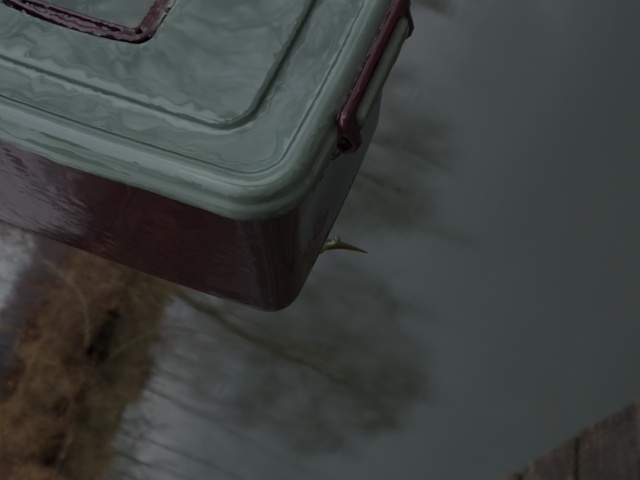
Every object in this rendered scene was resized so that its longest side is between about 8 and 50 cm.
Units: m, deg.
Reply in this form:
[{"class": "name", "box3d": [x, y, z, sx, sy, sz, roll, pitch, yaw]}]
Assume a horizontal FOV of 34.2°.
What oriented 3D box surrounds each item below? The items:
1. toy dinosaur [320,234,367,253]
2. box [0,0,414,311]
[{"class": "toy dinosaur", "box3d": [0.001, -0.001, 0.953, 0.041, 0.113, 0.026, -47, 49, 51]}, {"class": "box", "box3d": [-0.103, -0.091, 0.555, 0.167, 0.294, 0.193, 87, -155, -61]}]
